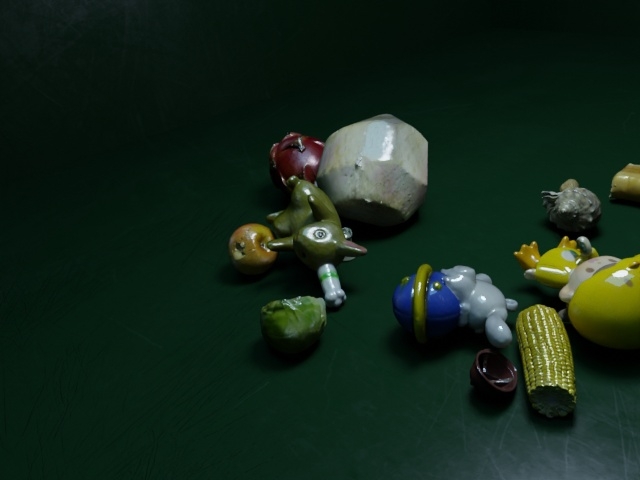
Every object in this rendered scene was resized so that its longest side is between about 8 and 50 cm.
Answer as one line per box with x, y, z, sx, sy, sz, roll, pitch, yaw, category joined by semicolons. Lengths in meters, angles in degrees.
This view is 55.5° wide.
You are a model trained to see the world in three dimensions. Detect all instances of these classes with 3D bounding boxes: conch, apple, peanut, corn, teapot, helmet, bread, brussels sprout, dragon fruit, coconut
0.654;-0.094;1.570;0.207;0.130;0.155;-17;55;-46;conch
-0.179;0.021;1.665;0.147;0.146;0.146;-9;28;5;apple
0.703;-0.136;1.719;0.054;0.053;0.113;4;31;27;peanut
0.419;0.213;1.130;0.094;0.093;0.244;-5;29;13;corn
0.065;0.012;1.655;0.057;0.083;0.067;9;31;25;teapot
0.312;0.256;1.130;0.089;0.057;0.111;45;33;20;helmet
0.878;-0.146;1.628;0.134;0.085;0.173;-28;30;-34;bread
-0.058;0.188;1.341;0.149;0.122;0.151;-6;-8;-4;brussels sprout
-0.052;-0.234;2.002;0.251;0.250;0.315;-12;20;-1;dragon fruit
0.158;-0.216;1.789;0.353;0.352;0.352;-9;28;5;coconut

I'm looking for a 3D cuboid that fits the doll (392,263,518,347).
0.285;0.110;1.298;0.243;0.159;0.311;-12;10;25;doll

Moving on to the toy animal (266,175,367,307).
-0.016;-0.011;1.544;0.181;0.181;0.363;26;22;-29;toy animal

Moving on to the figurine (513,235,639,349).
0.557;0.086;1.230;0.215;0.187;0.343;-24;23;-4;figurine
